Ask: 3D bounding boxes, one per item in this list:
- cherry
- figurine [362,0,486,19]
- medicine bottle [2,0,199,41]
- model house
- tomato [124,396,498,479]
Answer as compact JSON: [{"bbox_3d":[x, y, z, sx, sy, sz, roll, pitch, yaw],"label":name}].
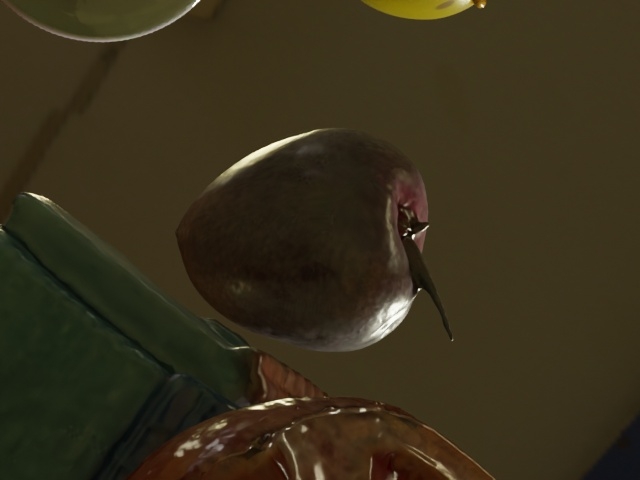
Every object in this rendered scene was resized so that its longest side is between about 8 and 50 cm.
[{"bbox_3d":[0.000,0.000,1.418,0.266,0.213,0.183,7,-48,9],"label":"cherry"},{"bbox_3d":[0.136,-0.366,1.454,0.187,0.215,0.343,36,-81,21],"label":"figurine"},{"bbox_3d":[-0.220,-0.332,1.470,0.252,0.252,0.241,-64,-155,12],"label":"medicine bottle"},{"bbox_3d":[-0.080,0.163,0.900,0.329,0.295,0.251,26,-99,22],"label":"model house"},{"bbox_3d":[-0.010,0.167,0.466,0.095,0.237,0.236,-15,-105,51],"label":"tomato"}]
